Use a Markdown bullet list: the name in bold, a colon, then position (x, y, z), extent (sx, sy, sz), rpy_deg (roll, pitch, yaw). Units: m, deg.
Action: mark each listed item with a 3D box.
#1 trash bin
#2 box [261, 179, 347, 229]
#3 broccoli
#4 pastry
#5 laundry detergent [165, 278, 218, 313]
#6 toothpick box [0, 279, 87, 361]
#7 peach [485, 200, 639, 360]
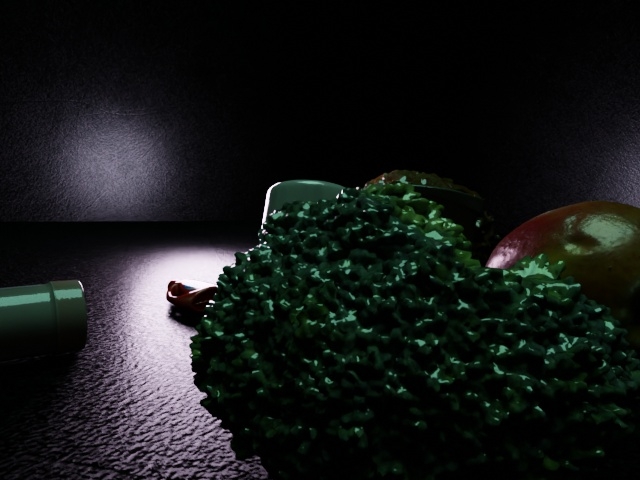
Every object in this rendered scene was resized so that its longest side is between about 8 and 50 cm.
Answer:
- **trash bin**: position (0.223, 0.005, 1.052), extent (0.220, 0.249, 0.220), rpy_deg (3, 7, 1)
- **box**: position (0.000, 0.000, 0.958), extent (0.292, 0.206, 0.262), rpy_deg (2, -10, 3)
- **broccoli**: position (0.074, 0.073, 0.437), extent (0.376, 0.249, 0.302), rpy_deg (0, 7, 29)
- **pastry**: position (0.292, -0.032, 1.307), extent (0.406, 0.292, 0.337), rpy_deg (12, 10, -30)
- **laundry detergent**: position (-0.255, 0.103, 0.933), extent (0.097, 0.049, 0.165), rpy_deg (-8, 10, -42)
- **toothpick box**: position (-0.390, 0.105, 0.621), extent (0.149, 0.098, 0.098), rpy_deg (-3, 9, -37)
- **peach**: position (0.376, 0.062, 0.677), extent (0.281, 0.238, 0.281), rpy_deg (-21, 9, 3)
